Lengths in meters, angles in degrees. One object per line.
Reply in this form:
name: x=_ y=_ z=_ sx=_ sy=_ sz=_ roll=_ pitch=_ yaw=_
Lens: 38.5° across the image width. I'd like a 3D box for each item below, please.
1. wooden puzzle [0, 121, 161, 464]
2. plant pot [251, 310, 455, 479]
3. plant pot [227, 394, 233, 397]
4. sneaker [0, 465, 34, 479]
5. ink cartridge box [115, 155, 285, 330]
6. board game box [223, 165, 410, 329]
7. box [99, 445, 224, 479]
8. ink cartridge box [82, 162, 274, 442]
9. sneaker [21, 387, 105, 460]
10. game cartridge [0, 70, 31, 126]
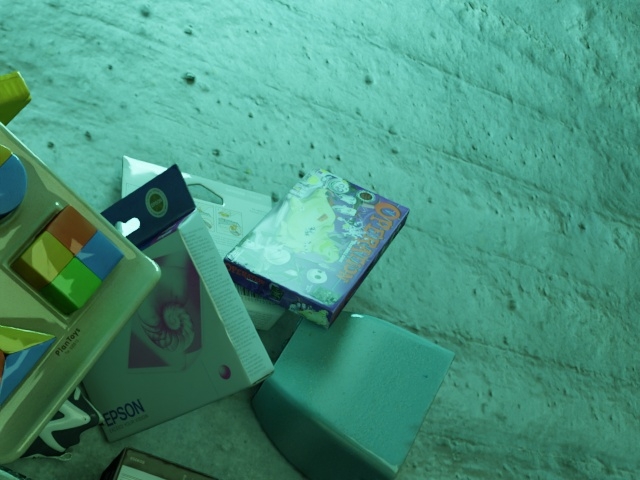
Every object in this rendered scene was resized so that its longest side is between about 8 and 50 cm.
wooden puzzle: x=-0.394 y=0.032 z=1.066 sx=0.348 sy=0.080 sz=0.322 roll=42 pitch=57 yaw=-13
plant pot: x=0.032 y=0.260 z=1.539 sx=0.252 sy=0.247 sz=0.248 roll=32 pitch=58 yaw=2
plant pot: x=-0.183 y=0.197 z=1.504 sx=0.109 sy=0.109 sz=0.096 roll=2 pitch=61 yaw=-31
sneaker: x=-0.473 y=0.363 z=1.221 sx=0.329 sy=0.130 sz=0.147 roll=19 pitch=71 yaw=7
ink cartridge box: x=-0.213 y=0.007 z=1.570 sx=0.296 sy=0.066 sz=0.261 roll=15 pitch=47 yaw=-28
board game box: x=0.000 y=0.000 z=1.605 sx=0.208 sy=0.056 sz=0.347 roll=28 pitch=40 yaw=10
box: x=-0.246 y=0.414 z=1.307 sx=0.167 sy=0.203 sz=0.169 roll=22 pitch=61 yaw=-12
ink cartridge box: x=-0.263 y=0.103 z=1.349 sx=0.071 sy=0.324 sz=0.330 roll=-24 pitch=87 yaw=-55
sneaker: x=-0.383 y=0.219 z=1.372 sx=0.153 sy=0.094 sz=0.235 roll=25 pitch=65 yaw=-26
game cartridge: x=-0.574 y=-0.122 z=1.229 sx=0.323 sy=0.285 sz=0.053 roll=-32 pitch=95 yaw=-45
